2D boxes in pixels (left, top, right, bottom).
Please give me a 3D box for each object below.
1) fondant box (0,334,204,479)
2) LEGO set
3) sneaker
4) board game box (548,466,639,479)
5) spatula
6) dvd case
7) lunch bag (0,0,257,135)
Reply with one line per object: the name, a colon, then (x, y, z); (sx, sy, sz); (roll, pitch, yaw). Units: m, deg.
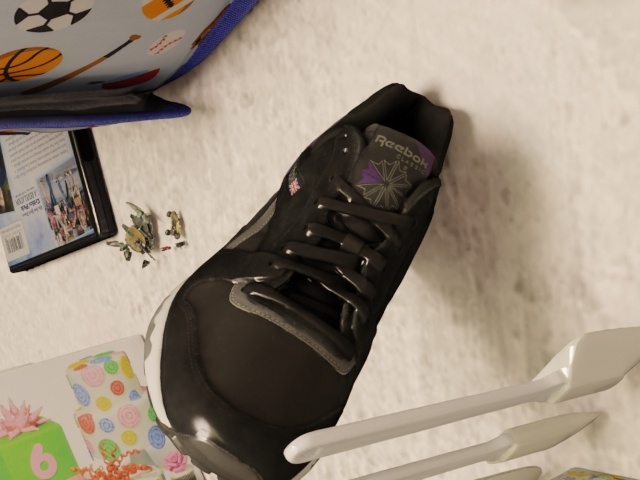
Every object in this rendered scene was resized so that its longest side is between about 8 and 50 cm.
fondant box: (-0.195, 0.262, 0.876); (0.096, 0.238, 0.330); (-40, 70, 47)
LEGO set: (-0.139, -0.005, 0.912); (0.083, 0.023, 0.054); (11, 111, 32)
sneaker: (0.000, 0.000, 0.580); (0.107, 0.283, 0.124); (31, 124, -5)
board game box: (0.180, 0.208, 0.607); (0.103, 0.026, 0.154); (1, 100, 48)
spatula: (0.057, 0.107, 0.555); (0.168, 0.242, 0.019); (-56, 51, 41)
dvd case: (-0.268, -0.107, 1.024); (0.180, 0.022, 0.253); (-17, 87, 48)
lunch bag: (-0.217, -0.189, 0.721); (0.385, 0.328, 0.239); (-38, 71, 44)
